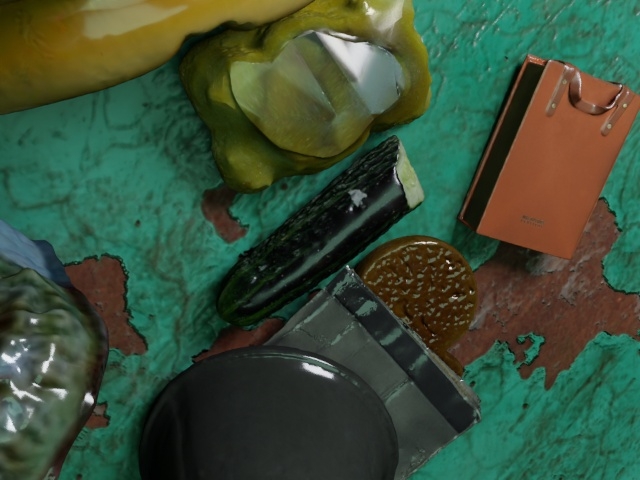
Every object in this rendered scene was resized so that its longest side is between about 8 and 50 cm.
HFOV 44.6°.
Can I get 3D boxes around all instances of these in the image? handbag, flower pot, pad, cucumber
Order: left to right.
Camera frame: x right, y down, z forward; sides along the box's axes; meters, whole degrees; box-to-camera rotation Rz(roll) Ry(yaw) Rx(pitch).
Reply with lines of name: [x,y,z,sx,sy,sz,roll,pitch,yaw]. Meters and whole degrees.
flower pot: [-0.052,0.253,0.734,0.269,0.166,0.269,0,116,0]
cucumber: [-0.001,0.000,0.753,0.241,0.074,0.074,-39,115,0]
pad: [0.040,0.158,0.807,0.174,0.022,0.233,-43,109,6]
handbag: [0.238,-0.086,0.811,0.127,0.063,0.190,16,104,-22]

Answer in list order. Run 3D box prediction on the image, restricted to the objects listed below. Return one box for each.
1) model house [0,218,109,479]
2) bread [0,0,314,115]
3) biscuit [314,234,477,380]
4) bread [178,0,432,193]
model house: [-0.388,0.075,0.485,0.360,0.297,0.339,-45,131,2]
bread: [-0.178,-0.255,0.551,0.424,0.329,0.245,-25,154,-10]
biscuit: [0.077,0.105,0.823,0.180,0.039,0.236,21,105,-15]
bread: [0.001,-0.140,0.700,0.233,0.088,0.160,-28,111,-10]
